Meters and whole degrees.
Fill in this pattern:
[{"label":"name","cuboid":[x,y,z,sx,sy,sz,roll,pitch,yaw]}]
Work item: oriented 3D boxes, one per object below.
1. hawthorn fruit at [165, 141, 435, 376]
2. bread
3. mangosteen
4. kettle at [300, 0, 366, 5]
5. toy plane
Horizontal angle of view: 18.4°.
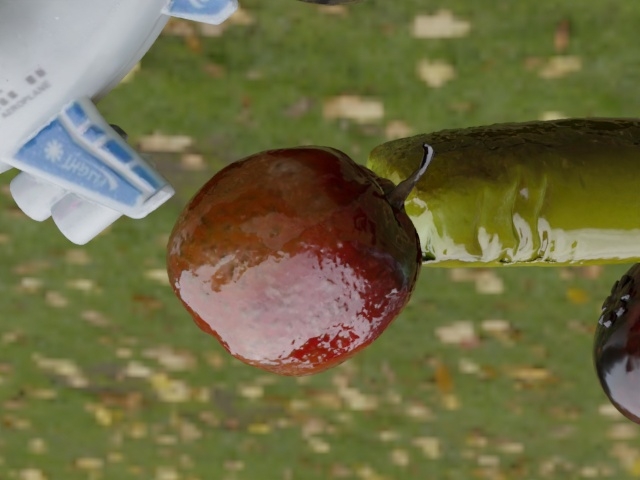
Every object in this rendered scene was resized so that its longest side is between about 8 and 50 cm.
[{"label":"hawthorn fruit","cuboid":[0.000,0.000,1.311,0.194,0.157,0.157,-35,156,12]},{"label":"bread","cuboid":[0.222,-0.049,1.682,0.383,0.112,0.166,-1,-158,-19]},{"label":"mangosteen","cuboid":[0.356,0.103,1.877,0.200,0.200,0.200,0,166,0]},{"label":"kettle","cuboid":[0.073,-0.343,1.378,0.228,0.321,0.324,25,165,-18]},{"label":"toy plane","cuboid":[-0.172,-0.126,1.198,0.267,0.267,0.122,-5,-173,21]}]
